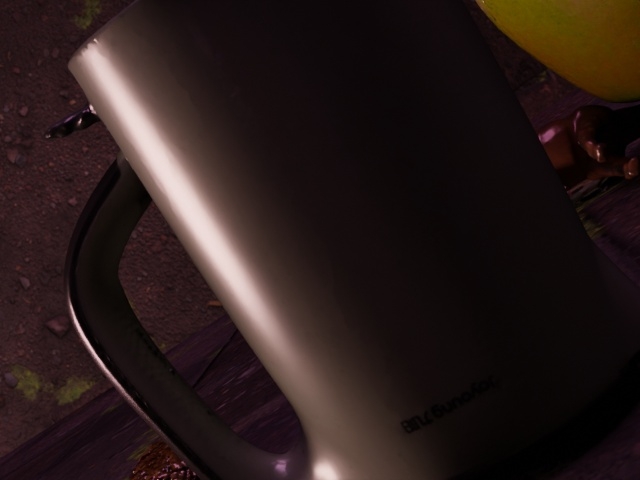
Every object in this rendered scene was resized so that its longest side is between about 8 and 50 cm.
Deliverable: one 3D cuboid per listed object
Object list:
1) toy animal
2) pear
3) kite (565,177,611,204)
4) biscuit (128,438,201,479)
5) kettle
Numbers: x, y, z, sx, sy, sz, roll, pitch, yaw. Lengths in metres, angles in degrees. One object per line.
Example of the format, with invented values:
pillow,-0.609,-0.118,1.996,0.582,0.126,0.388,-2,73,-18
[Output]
toy animal,0.262,-0.095,1.293,0.224,0.066,0.229,-16,10,15
pear,0.317,-0.219,1.238,0.399,0.165,0.399,-15,9,2
kite,0.194,-0.021,1.356,0.250,0.012,0.229,-36,3,-23
biscuit,-0.114,0.176,1.145,0.064,0.034,0.199,-34,3,2
kettle,0.000,0.000,0.665,0.240,0.255,0.165,-30,6,11
